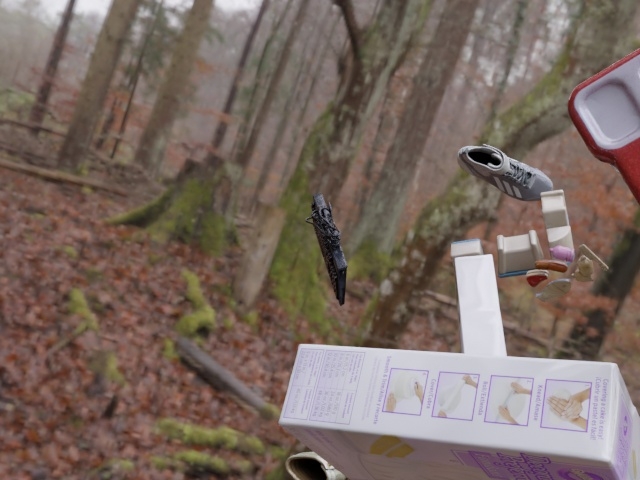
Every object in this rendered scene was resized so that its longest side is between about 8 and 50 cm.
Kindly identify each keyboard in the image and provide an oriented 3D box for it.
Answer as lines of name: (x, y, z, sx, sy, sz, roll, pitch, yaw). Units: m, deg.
keyboard: (0.000, 0.000, 1.203, 0.038, 0.100, 0.192, -5, 35, -11)

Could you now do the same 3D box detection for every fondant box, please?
fondant box: (0.156, 0.205, 0.902, 0.330, 0.096, 0.238, -1, -31, 28)

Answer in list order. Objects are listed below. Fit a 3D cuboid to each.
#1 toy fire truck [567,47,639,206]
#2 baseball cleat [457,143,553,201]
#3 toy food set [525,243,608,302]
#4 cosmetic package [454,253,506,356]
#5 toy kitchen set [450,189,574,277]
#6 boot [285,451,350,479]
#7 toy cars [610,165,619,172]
toy fire truck: (0.381, -0.094, 0.677, 0.253, 0.302, 0.169, 63, 21, 15)
baseball cleat: (0.365, -0.128, 1.673, 0.206, 0.072, 0.109, 18, -1, -5)
toy food set: (0.339, 0.040, 1.215, 0.078, 0.019, 0.122, 40, -43, -18)
cosmetic package: (0.224, 0.141, 1.203, 0.060, 0.239, 0.099, -7, -45, 10)
toy kitchen set: (0.351, 0.012, 1.570, 0.207, 0.122, 0.166, -9, 34, 15)
boot: (0.062, 0.417, 1.541, 0.213, 0.077, 0.165, 10, 2, 34)
toy cars: (0.546, -0.068, 1.134, 0.394, 0.087, 0.176, 2, 34, -21)
